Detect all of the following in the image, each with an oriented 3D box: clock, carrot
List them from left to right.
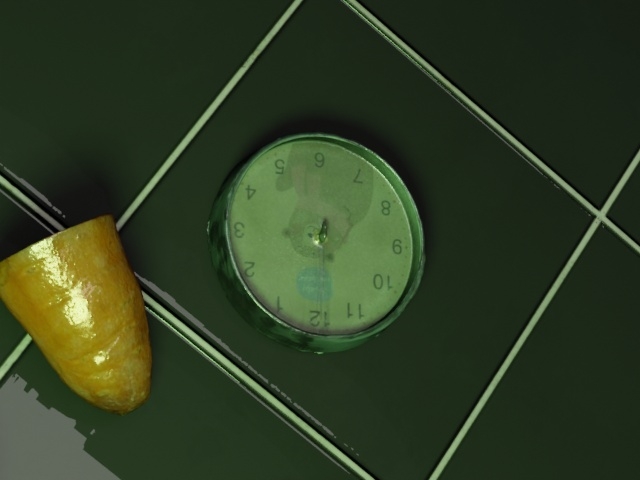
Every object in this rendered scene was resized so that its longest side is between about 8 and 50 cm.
[{"bbox_3d":[-0.267,0.097,1.876,0.159,0.159,0.225,-25,97,-26],"label":"carrot"},{"bbox_3d":[0.000,0.000,2.052,0.280,0.055,0.281,6,74,-21],"label":"clock"}]
